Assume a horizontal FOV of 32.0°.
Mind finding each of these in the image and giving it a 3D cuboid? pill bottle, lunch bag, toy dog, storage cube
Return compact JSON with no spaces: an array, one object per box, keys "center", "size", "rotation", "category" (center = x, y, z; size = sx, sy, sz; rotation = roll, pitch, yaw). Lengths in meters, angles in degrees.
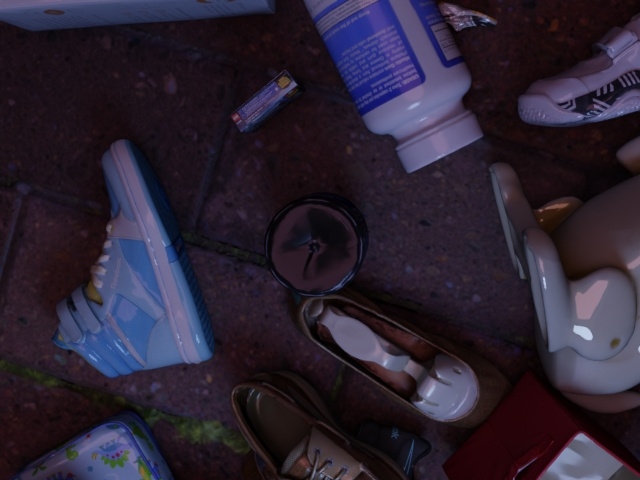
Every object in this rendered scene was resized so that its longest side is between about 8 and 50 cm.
[{"center":[0.000,0.000,1.423],"size":[0.123,0.219,0.123],"rotation":[0,95,5],"category":"pill bottle"},{"center":[-0.314,0.355,1.540],"size":[0.219,0.090,0.176],"rotation":[-31,90,6],"category":"lunch bag"},{"center":[0.100,-0.230,1.432],"size":[0.152,0.152,0.272],"rotation":[-26,92,6],"category":"pill bottle"},{"center":[0.456,0.034,1.366],"size":[0.408,0.284,0.395],"rotation":[-16,107,5],"category":"toy dog"},{"center":[0.300,0.316,1.417],"size":[0.215,0.193,0.183],"rotation":[38,97,-18],"category":"storage cube"}]

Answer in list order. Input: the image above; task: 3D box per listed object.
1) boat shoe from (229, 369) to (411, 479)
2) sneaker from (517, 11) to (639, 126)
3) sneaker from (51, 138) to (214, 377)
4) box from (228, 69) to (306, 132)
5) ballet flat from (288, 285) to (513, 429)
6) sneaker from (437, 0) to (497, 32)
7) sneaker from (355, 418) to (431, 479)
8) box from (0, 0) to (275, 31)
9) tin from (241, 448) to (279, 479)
[{"center":[-0.004,0.291,1.432],"size":[0.324,0.120,0.122],"rotation":[39,104,31],"category":"boat shoe"},{"center":[0.411,-0.274,1.417],"size":[0.366,0.137,0.210],"rotation":[-15,92,1],"category":"sneaker"},{"center":[-0.285,0.039,1.497],"size":[0.208,0.127,0.319],"rotation":[-18,92,4],"category":"sneaker"},{"center":[-0.067,-0.180,1.456],"size":[0.094,0.137,0.027],"rotation":[-38,91,6],"category":"box"},{"center":[0.106,0.158,1.475],"size":[0.342,0.124,0.116],"rotation":[33,96,1],"category":"ballet flat"},{"center":[0.193,-0.293,1.484],"size":[0.083,0.032,0.037],"rotation":[16,109,8],"category":"sneaker"},{"center":[0.082,0.380,1.506],"size":[0.106,0.101,0.267],"rotation":[8,95,2],"category":"sneaker"},{"center":[-0.241,-0.371,1.415],"size":[0.345,0.215,0.168],"rotation":[-3,94,4],"category":"box"},{"center":[-0.041,0.353,1.488],"size":[0.040,0.106,0.189],"rotation":[-47,54,24],"category":"tin"}]
